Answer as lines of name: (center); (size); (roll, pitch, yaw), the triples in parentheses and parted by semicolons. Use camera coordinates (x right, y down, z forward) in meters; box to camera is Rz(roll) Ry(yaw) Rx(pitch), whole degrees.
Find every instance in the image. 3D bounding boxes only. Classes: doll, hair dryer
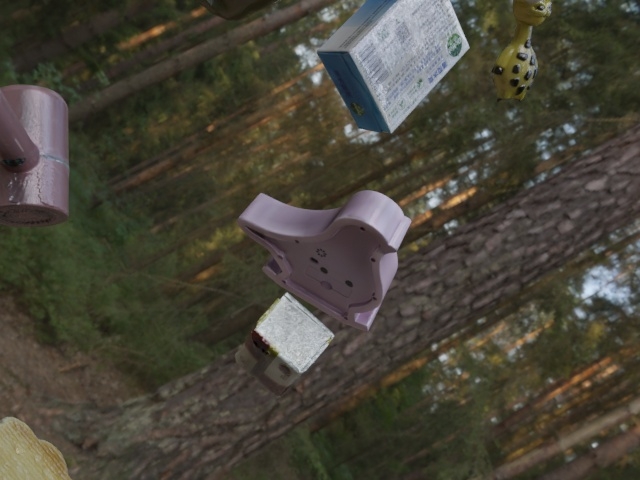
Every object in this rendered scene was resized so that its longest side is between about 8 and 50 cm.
doll: (0.405, -0.417, 1.351); (0.086, 0.117, 0.291); (35, -54, 46)
hair dryer: (-0.453, -0.167, 1.006); (0.352, 0.125, 0.210); (127, -40, -71)

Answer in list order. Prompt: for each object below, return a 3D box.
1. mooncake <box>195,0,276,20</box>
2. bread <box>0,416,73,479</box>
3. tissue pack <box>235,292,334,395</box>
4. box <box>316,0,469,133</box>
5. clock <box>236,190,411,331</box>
mooncake: (-0.172, -0.675, 1.294); (0.467, 0.262, 0.467); (51, 28, -42)
bread: (-0.533, 0.450, 1.229); (0.316, 0.054, 0.316); (55, 0, 0)
tissue pack: (-0.061, 0.171, 1.091); (0.106, 0.099, 0.148); (41, -31, 6)
box: (0.105, -0.266, 0.951); (0.073, 0.194, 0.139); (19, -29, 48)
clock: (0.000, 0.000, 1.184); (0.290, 0.080, 0.275); (28, -39, 7)
